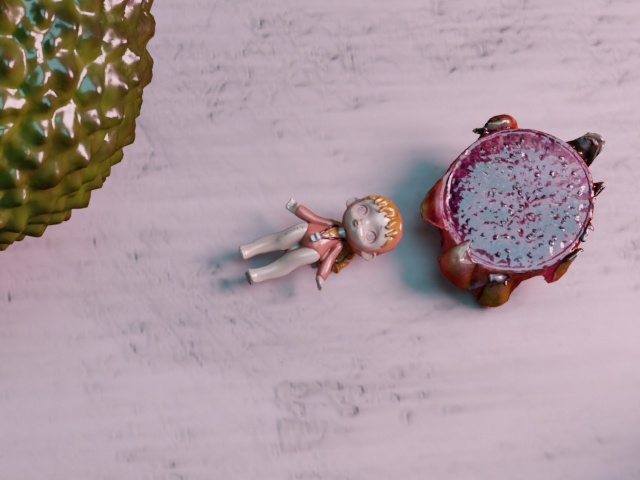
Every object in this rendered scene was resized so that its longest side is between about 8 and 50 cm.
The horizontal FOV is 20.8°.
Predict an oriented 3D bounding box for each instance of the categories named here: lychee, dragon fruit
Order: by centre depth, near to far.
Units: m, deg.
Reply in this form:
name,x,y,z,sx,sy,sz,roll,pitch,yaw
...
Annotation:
name,x,y,z,sx,sy,sz,roll,pitch,yaw
lychee,-0.226,-0.121,0.982,0.270,0.320,0.270,-3,99,-16
dragon fruit,0.124,-0.019,1.163,0.112,0.068,0.126,19,74,3

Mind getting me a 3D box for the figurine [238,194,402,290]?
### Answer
name,x,y,z,sx,sy,sz,roll,pitch,yaw
figurine,0.000,0.000,1.122,0.109,0.047,0.064,-17,80,-15
